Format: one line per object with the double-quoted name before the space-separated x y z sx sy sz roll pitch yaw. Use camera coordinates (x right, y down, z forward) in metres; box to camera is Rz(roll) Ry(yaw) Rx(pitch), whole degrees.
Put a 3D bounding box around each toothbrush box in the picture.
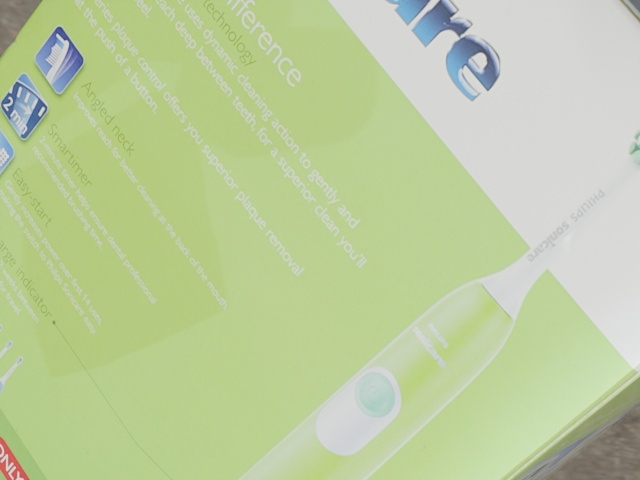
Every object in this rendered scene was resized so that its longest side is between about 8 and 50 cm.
"toothbrush box" 0.000 0.000 0.472 0.206 0.122 0.283 52 121 16
